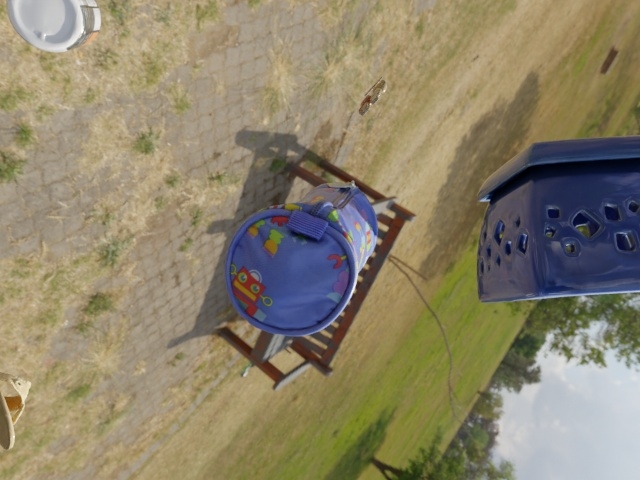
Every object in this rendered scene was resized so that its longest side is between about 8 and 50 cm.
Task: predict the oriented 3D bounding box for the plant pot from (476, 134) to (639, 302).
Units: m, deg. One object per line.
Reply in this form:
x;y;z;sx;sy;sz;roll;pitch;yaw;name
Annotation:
0.366;-0.024;0.694;0.236;0.235;0.212;93;-6;-81;plant pot

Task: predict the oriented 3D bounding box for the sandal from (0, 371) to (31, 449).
-0.590;0.273;0.889;0.079;0.240;0.088;-8;130;-55;sandal

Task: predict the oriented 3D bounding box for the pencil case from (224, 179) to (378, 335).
0.000;0.000;0.544;0.306;0.119;0.133;-44;152;-75;pencil case

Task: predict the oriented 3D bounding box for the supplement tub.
-0.455;-0.396;0.829;0.116;0.190;0.117;-6;116;-13;supplement tub

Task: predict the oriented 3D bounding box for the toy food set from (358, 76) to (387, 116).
0.105;-0.285;0.963;0.078;0.019;0.122;-40;-161;39;toy food set
